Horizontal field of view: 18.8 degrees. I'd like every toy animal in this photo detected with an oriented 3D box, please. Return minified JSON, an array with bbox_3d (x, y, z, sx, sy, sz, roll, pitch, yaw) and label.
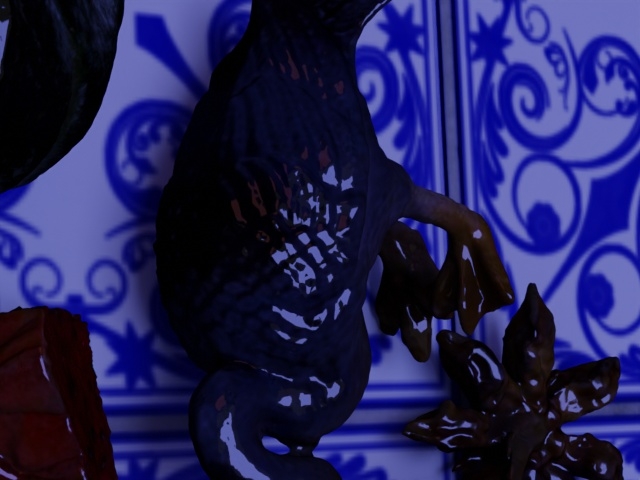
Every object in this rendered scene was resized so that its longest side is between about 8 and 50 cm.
[{"bbox_3d":[0.000,0.000,0.973,0.185,0.122,0.298,0,83,-36],"label":"toy animal"}]

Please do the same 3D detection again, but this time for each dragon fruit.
[{"bbox_3d":[-0.139,0.125,0.902,0.092,0.122,0.192,-16,98,2],"label":"dragon fruit"}]

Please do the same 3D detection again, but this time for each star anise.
[{"bbox_3d":[0.113,0.106,1.085,0.168,0.057,0.168,9,76,-40],"label":"star anise"}]

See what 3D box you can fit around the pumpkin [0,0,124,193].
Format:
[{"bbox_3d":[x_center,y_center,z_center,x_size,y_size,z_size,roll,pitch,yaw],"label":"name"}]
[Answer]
[{"bbox_3d":[-0.182,-0.115,0.814,0.220,0.162,0.220,24,52,-36],"label":"pumpkin"}]
